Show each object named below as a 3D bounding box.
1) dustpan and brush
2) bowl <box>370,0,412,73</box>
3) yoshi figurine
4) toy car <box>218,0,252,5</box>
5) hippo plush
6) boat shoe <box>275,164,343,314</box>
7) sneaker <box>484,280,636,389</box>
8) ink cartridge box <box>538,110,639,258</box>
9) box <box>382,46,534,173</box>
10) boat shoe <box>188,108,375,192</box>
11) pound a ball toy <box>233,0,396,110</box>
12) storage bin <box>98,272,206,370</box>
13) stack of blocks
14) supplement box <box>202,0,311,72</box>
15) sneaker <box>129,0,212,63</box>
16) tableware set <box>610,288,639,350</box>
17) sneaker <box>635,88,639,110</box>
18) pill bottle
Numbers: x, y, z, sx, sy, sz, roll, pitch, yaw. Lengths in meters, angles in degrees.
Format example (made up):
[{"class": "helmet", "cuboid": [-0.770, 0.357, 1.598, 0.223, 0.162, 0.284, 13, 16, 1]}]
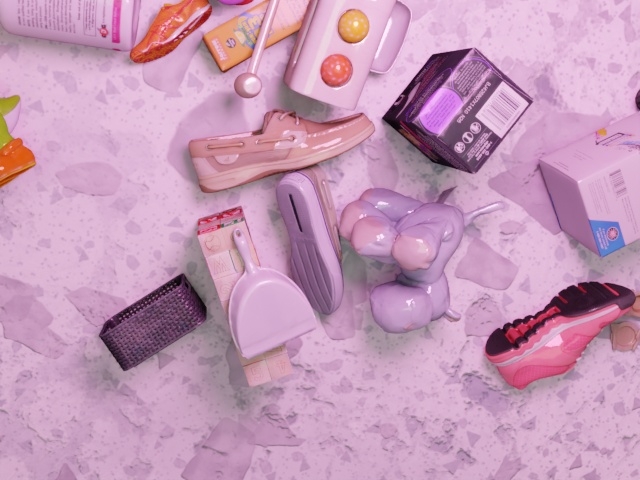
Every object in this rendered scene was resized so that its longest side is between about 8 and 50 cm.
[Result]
[{"class": "dustpan and brush", "cuboid": [-0.106, 0.079, 1.496, 0.147, 0.060, 0.211, -23, 110, -14]}, {"class": "bowl", "cuboid": [0.087, -0.390, 1.607, 0.142, 0.053, 0.141, 21, 97, -10]}, {"class": "yoshi figurine", "cuboid": [-0.656, -0.241, 1.473, 0.204, 0.203, 0.362, -29, 99, 5]}, {"class": "toy car", "cuboid": [-0.145, -0.475, 1.502, 0.159, 0.182, 0.136, 19, 104, 8]}, {"class": "hippo plush", "cuboid": [0.160, 0.041, 1.647, 0.294, 0.234, 0.236, -26, 129, -44]}, {"class": "boat shoe", "cuboid": [0.000, 0.000, 1.630, 0.094, 0.109, 0.302, -39, 130, -39]}, {"class": "sneaker", "cuboid": [0.490, 0.193, 1.748, 0.314, 0.116, 0.136, -27, 112, 5]}, {"class": "ink cartridge box", "cuboid": [0.572, -0.113, 1.648, 0.233, 0.168, 0.171, -25, 113, -2]}, {"class": "box", "cuboid": [0.234, -0.231, 1.542, 0.143, 0.270, 0.165, 38, 94, -12]}, {"class": "boat shoe", "cuboid": [-0.070, -0.185, 1.589, 0.341, 0.121, 0.110, -18, 102, -3]}, {"class": "pound a ball toy", "cuboid": [0.001, -0.361, 1.486, 0.208, 0.135, 0.319, 17, 105, -19]}, {"class": "storage bin", "cuboid": [-0.309, 0.151, 1.618, 0.180, 0.122, 0.084, -33, 102, -1]}, {"class": "stack of blocks", "cuboid": [-0.140, 0.098, 1.605, 0.087, 0.171, 0.297, -18, 103, -4]}, {"class": "supplement box", "cuboid": [-0.096, -0.391, 1.571, 0.234, 0.080, 0.078, -30, 103, 0]}, {"class": "sneaker", "cuboid": [-0.276, -0.384, 1.567, 0.175, 0.064, 0.067, -40, 85, -5]}, {"class": "tableware set", "cuboid": [0.684, 0.172, 1.800, 0.169, 0.020, 0.141, 10, 99, -9]}, {"class": "sneaker", "cuboid": [0.775, -0.283, 1.693, 0.331, 0.122, 0.146, 12, 79, -6]}, {"class": "pill bottle", "cuboid": [-0.454, -0.421, 1.478, 0.283, 0.160, 0.160, 7, 99, -9]}]
